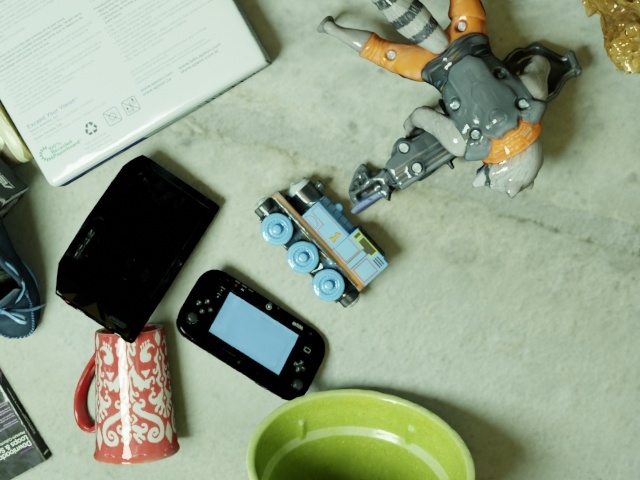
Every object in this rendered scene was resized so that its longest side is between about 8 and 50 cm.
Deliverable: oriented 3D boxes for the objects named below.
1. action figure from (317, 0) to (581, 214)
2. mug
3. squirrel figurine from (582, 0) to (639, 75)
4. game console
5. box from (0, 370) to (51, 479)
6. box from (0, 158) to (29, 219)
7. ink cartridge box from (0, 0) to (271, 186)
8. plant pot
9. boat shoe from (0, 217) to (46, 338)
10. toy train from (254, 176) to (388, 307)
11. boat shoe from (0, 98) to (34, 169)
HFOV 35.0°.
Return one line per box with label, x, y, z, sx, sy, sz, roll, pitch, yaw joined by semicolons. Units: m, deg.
action figure;0.134;-0.173;1.233;0.341;0.178;0.330;-41;87;9
mug;-0.267;0.201;1.348;0.150;0.113;0.169;-2;95;2
squirrel figurine;0.480;-0.356;1.168;0.370;0.281;0.397;37;114;-13
game console;-0.147;0.068;1.316;0.361;0.044;0.213;34;72;-12
box;-0.465;0.260;1.409;0.116;0.029;0.162;-29;97;8
box;-0.540;-0.091;1.311;0.270;0.060;0.216;47;119;-4
ink cartridge box;-0.281;-0.288;1.293;0.324;0.071;0.330;-29;93;7
plant pot;0.042;0.372;1.282;0.276;0.276;0.254;5;120;3
boat shoe;-0.425;0.054;1.279;0.109;0.089;0.258;-14;139;0
toy train;0.000;0.000;1.317;0.105;0.080;0.184;-43;92;0
boat shoe;-0.455;-0.188;1.313;0.073;0.080;0.223;-32;100;3
